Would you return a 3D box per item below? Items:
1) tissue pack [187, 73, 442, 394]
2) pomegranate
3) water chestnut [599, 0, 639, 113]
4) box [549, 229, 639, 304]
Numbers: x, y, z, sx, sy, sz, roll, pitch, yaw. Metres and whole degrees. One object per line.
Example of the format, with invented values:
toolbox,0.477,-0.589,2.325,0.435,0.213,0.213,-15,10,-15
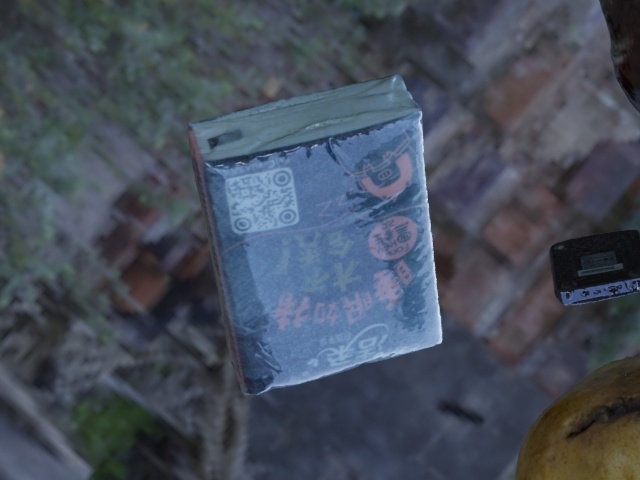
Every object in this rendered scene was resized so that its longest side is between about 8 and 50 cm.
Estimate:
tissue pack,0.000,0.000,1.926,0.228,0.103,0.315,-13,129,-6
pomegranate,0.315,0.220,1.731,0.260,0.260,0.260,-48,170,-12
water chestnut,0.380,-0.161,1.410,0.335,0.346,0.335,-9,172,-1
box,0.359,0.030,2.430,0.125,0.126,0.027,-89,165,-57
